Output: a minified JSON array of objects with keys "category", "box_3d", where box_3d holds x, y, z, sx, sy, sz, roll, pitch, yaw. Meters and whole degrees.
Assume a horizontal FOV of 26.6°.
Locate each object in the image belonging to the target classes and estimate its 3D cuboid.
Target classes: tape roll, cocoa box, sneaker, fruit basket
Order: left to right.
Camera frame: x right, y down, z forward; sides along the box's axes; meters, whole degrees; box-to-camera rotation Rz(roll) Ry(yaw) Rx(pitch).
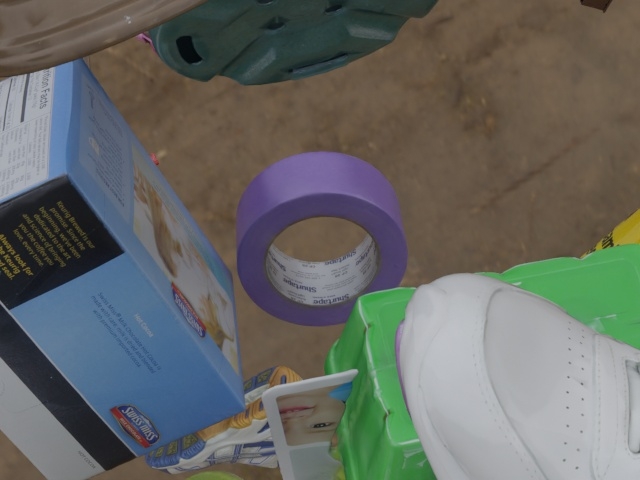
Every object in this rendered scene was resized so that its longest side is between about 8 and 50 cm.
[{"category":"cocoa box","box_3d":[-0.253,0.033,1.352,0.228,0.347,0.231,-24,38,10]},{"category":"sneaker","box_3d":[-0.114,0.279,1.872,0.296,0.131,0.112,-23,37,35]},{"category":"tape roll","box_3d":[0.000,0.000,1.503,0.189,0.189,0.080,-17,38,9]},{"category":"fruit basket","box_3d":[0.135,0.160,0.940,0.327,0.353,0.165,-10,51,-3]},{"category":"sneaker","box_3d":[0.164,0.089,0.557,0.152,0.305,0.114,-33,34,38]}]

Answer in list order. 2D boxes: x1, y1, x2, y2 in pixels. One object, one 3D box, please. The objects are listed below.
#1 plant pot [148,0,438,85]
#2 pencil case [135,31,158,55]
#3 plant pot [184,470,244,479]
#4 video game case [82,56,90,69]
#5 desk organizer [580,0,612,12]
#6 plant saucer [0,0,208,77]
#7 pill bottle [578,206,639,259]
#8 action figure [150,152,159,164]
[{"category":"plant pot","box_3d":[-0.054,-0.335,1.152,0.341,0.341,0.334,-19,73,8]},{"category":"pencil case","box_3d":[-0.161,-0.329,1.745,0.095,0.098,0.209,39,103,37]},{"category":"plant pot","box_3d":[-0.194,0.341,1.165,0.276,0.253,0.276,-9,79,53]},{"category":"video game case","box_3d":[-0.292,-0.228,1.508,0.035,0.248,0.275,-10,49,-3]},{"category":"desk organizer","box_3d":[0.233,-0.235,1.158,0.050,0.130,0.047,15,89,5]},{"category":"plant saucer","box_3d":[-0.100,-0.188,0.846,0.277,0.041,0.278,-22,25,11]},{"category":"pill bottle","box_3d":[0.439,0.055,1.740,0.334,0.188,0.188,-44,45,27]},{"category":"action figure","box_3d":[-0.279,-0.095,1.863,0.115,0.038,0.030,-19,64,-40]}]
